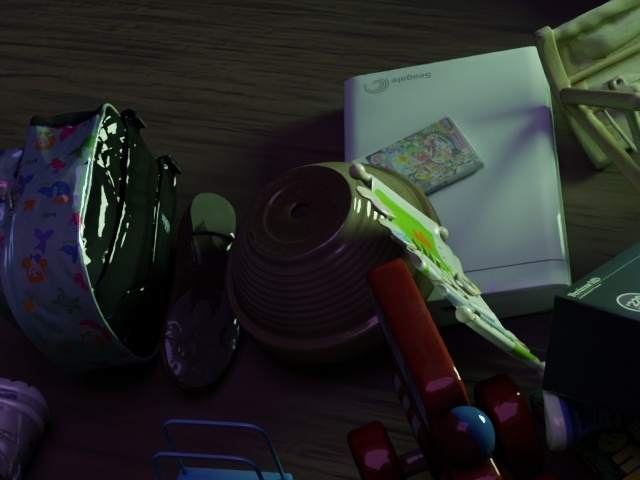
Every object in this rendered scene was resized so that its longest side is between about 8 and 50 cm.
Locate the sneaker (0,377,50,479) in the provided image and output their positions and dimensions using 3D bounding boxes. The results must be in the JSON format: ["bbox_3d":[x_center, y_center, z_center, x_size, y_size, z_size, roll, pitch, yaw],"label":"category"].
[{"bbox_3d":[-0.425,0.202,2.016,0.281,0.105,0.115,-4,48,13],"label":"sneaker"}]

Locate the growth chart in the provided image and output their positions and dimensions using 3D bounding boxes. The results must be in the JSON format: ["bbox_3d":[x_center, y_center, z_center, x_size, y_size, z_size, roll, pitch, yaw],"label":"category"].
[{"bbox_3d":[0.118,0.027,1.865,0.021,0.172,0.237,-45,48,12],"label":"growth chart"}]

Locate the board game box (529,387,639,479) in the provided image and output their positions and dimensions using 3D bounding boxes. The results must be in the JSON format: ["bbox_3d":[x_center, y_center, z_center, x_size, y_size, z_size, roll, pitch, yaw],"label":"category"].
[{"bbox_3d":[0.326,0.196,1.847,0.136,0.030,0.260,-34,48,-11],"label":"board game box"}]

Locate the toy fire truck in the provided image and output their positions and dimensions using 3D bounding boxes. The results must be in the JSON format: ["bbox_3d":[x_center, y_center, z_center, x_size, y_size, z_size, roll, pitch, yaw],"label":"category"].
[{"bbox_3d":[0.119,0.193,1.756,0.169,0.254,0.302,-21,46,-1],"label":"toy fire truck"}]

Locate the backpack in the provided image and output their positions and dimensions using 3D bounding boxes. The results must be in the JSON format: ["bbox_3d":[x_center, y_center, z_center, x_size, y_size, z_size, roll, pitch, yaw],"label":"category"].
[{"bbox_3d":[-0.253,0.011,2.058,0.191,0.225,0.253,-13,55,14],"label":"backpack"}]

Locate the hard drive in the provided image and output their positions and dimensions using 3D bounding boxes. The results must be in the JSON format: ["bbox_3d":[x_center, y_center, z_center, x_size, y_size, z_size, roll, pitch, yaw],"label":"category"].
[{"bbox_3d":[0.142,-0.059,2.119,0.233,0.047,0.353,-9,47,10],"label":"hard drive"}]

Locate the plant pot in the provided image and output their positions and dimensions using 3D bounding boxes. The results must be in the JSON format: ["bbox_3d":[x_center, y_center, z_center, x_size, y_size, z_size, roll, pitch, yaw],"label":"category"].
[{"bbox_3d":[0.000,0.000,2.006,0.237,0.110,0.237,-13,51,17],"label":"plant pot"}]

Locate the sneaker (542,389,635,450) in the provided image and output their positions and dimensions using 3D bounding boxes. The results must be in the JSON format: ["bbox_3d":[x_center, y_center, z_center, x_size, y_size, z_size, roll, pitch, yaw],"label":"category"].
[{"bbox_3d":[0.250,0.156,1.810,0.084,0.058,0.152,-4,5,8],"label":"sneaker"}]

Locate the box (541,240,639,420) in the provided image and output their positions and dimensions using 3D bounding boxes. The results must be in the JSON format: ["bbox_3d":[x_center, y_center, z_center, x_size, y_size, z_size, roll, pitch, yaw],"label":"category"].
[{"bbox_3d":[0.347,0.081,1.812,0.184,0.103,0.261,14,23,29],"label":"box"}]

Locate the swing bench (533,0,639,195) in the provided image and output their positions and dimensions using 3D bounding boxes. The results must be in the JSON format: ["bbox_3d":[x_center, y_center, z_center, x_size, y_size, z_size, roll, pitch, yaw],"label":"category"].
[{"bbox_3d":[0.401,-0.171,2.056,0.253,0.165,0.255,-26,28,-6],"label":"swing bench"}]

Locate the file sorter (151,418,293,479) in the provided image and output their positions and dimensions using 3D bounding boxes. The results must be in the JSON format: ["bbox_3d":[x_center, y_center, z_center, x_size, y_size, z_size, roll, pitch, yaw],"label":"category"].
[{"bbox_3d":[-0.111,0.266,1.864,0.118,0.104,0.170,2,49,18],"label":"file sorter"}]

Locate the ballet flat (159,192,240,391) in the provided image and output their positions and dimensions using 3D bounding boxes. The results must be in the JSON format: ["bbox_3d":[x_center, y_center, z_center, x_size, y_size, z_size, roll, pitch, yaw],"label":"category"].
[{"bbox_3d":[-0.131,0.060,2.096,0.084,0.058,0.250,15,52,-17],"label":"ballet flat"}]

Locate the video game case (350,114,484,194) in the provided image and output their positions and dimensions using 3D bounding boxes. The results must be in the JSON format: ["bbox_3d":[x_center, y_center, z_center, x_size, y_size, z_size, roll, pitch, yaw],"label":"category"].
[{"bbox_3d":[0.104,-0.082,2.111,0.122,0.011,0.087,-26,47,-6],"label":"video game case"}]
